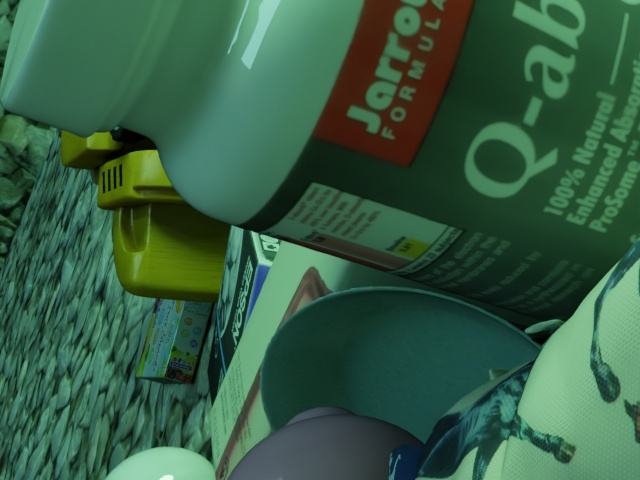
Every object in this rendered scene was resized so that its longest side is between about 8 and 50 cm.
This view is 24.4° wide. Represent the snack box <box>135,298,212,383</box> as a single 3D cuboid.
[{"bbox_3d":[-0.169,0.112,1.694,0.141,0.037,0.100,167,117,-69],"label":"snack box"}]

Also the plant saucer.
[{"bbox_3d":[0.063,0.092,0.814,0.195,0.195,0.037,-55,3,43],"label":"plant saucer"}]

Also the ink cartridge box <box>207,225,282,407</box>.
[{"bbox_3d":[-0.060,0.089,1.324,0.208,0.045,0.206,-111,29,-61],"label":"ink cartridge box"}]

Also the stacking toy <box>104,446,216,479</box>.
[{"bbox_3d":[-0.264,0.361,1.442,0.480,0.351,0.350,-47,26,19],"label":"stacking toy"}]

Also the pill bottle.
[{"bbox_3d":[0.046,-0.088,0.711,0.210,0.363,0.210,-163,90,-72],"label":"pill bottle"}]

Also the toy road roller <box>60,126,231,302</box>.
[{"bbox_3d":[-0.149,-0.055,1.545,0.329,0.203,0.240,171,104,-69],"label":"toy road roller"}]

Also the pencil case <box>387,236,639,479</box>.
[{"bbox_3d":[0.178,0.034,0.539,0.410,0.160,0.183,-54,45,46],"label":"pencil case"}]

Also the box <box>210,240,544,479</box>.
[{"bbox_3d":[0.039,0.073,0.923,0.127,0.149,0.232,-104,33,-59],"label":"box"}]

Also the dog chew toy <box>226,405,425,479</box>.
[{"bbox_3d":[0.023,0.228,0.706,0.206,0.207,0.331,-56,33,42],"label":"dog chew toy"}]
